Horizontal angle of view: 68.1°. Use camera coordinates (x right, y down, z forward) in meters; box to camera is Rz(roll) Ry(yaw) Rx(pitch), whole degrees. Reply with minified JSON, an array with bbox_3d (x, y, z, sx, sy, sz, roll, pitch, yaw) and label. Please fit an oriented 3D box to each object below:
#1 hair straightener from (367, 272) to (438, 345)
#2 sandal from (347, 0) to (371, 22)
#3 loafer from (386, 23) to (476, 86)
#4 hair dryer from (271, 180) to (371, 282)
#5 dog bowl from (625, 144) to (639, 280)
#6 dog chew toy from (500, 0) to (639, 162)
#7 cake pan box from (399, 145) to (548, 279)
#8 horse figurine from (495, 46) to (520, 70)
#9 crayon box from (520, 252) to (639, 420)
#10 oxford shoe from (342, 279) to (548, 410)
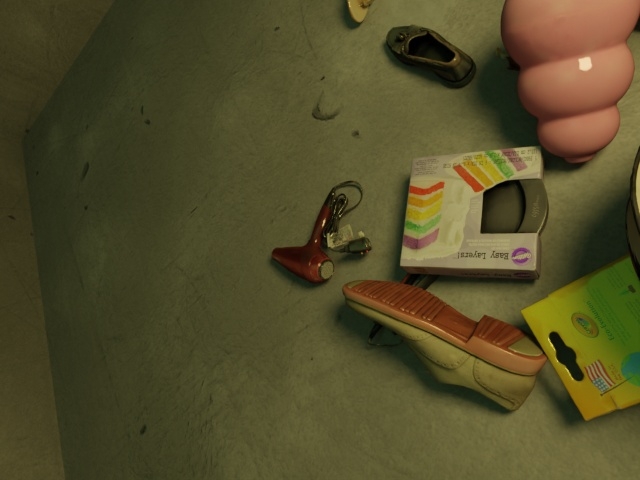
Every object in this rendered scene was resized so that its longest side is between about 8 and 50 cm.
[{"bbox_3d":[0.182,0.141,0.998,0.230,0.047,0.089,-52,54,8],"label":"hair straightener"},{"bbox_3d":[0.135,-0.694,1.236,0.079,0.088,0.239,1,73,44],"label":"sandal"},{"bbox_3d":[0.242,-0.446,1.089,0.096,0.084,0.267,-54,53,13],"label":"loafer"},{"bbox_3d":[0.000,0.000,1.181,0.294,0.080,0.223,-27,47,23],"label":"hair dryer"},{"bbox_3d":[0.588,-0.015,0.577,0.408,0.150,0.407,-5,66,12],"label":"dog bowl"},{"bbox_3d":[0.427,-0.297,0.804,0.207,0.207,0.331,-2,114,37],"label":"dog chew toy"},{"bbox_3d":[0.300,-0.052,0.926,0.267,0.070,0.245,1,74,32],"label":"cake pan box"},{"bbox_3d":[0.456,-0.424,0.922,0.175,0.066,0.263,24,85,22],"label":"horse figurine"},{"bbox_3d":[0.511,0.122,0.733,0.319,0.081,0.202,-35,60,25],"label":"crayon box"},{"bbox_3d":[0.202,0.190,0.898,0.397,0.140,0.146,23,114,33],"label":"oxford shoe"}]
